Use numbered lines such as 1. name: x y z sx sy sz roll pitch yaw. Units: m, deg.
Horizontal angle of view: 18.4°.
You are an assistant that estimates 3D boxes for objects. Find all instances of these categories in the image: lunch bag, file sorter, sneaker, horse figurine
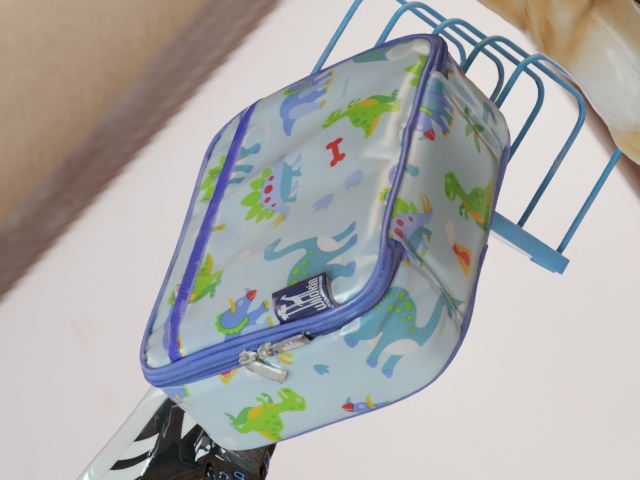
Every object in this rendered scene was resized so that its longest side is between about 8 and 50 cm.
1. lunch bag: 0.000 0.000 1.050 0.176 0.219 0.090 -20 127 35
2. file sorter: 0.084 -0.073 1.203 0.118 0.170 0.104 30 92 -41
3. sneaker: -0.111 0.186 1.545 0.217 0.121 0.079 -53 175 4
4. horse figurine: 0.181 -0.096 1.025 0.174 0.263 0.066 -25 -151 58
